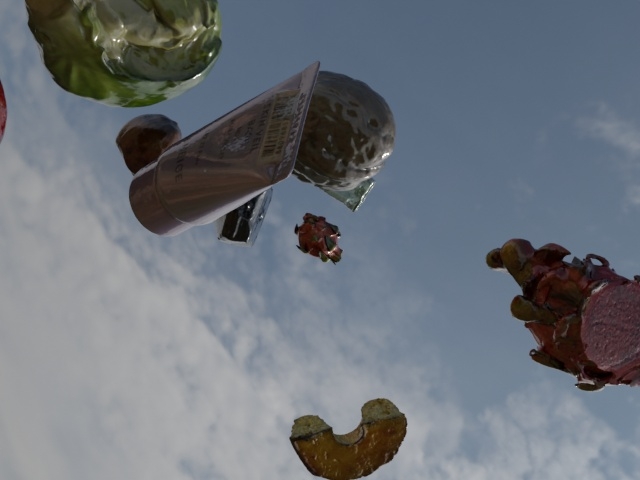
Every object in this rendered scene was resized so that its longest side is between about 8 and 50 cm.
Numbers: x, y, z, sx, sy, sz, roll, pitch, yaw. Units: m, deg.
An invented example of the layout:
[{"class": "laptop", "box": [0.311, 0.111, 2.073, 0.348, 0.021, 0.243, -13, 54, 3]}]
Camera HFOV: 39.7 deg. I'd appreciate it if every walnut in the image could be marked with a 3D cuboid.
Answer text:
[{"class": "walnut", "box": [0.020, -0.187, 1.528, 0.224, 0.224, 0.224, 34, -42, 38]}]

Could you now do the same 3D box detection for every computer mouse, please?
[{"class": "computer mouse", "box": [-0.118, -0.051, 1.328, 0.073, 0.122, 0.217, 19, -6, -2]}]

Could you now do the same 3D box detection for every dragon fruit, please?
[{"class": "dragon fruit", "box": [0.001, -0.001, 1.762, 0.081, 0.086, 0.116, -24, -46, 38]}, {"class": "dragon fruit", "box": [0.262, 0.069, 0.928, 0.207, 0.133, 0.150, 37, -28, 21]}]

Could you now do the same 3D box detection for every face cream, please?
[{"class": "face cream", "box": [-0.103, -0.084, 0.968, 0.096, 0.154, 0.273, 36, -39, -28]}]

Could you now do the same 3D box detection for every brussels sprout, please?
[{"class": "brussels sprout", "box": [-0.370, -0.389, 1.587, 0.314, 0.371, 0.276, 8, -100, 37]}]

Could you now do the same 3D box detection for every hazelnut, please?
[{"class": "hazelnut", "box": [-0.344, -0.192, 1.813, 0.154, 0.143, 0.143, -139, -149, -70]}]

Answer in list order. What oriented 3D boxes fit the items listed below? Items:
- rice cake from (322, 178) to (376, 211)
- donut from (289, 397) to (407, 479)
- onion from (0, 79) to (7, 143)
[{"class": "rice cake", "box": [0.012, -0.142, 1.823, 0.085, 0.226, 0.040, -53, -146, 11]}, {"class": "donut", "box": [0.060, 0.451, 1.963, 0.101, 0.258, 0.152, -120, -158, -64]}, {"class": "onion", "box": [-0.581, -0.189, 1.236, 0.276, 0.276, 0.276, 34, -42, 38]}]
